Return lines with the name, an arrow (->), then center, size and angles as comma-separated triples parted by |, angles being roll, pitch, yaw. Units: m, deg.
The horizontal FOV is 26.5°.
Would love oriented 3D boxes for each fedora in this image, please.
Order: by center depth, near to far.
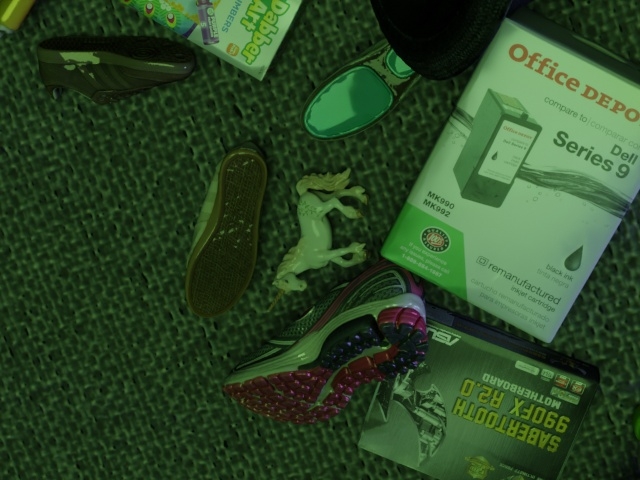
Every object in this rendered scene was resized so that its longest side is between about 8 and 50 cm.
fedora -> 0.163, -0.309, 1.298 | 0.152, 0.334, 0.334 | -6, 106, -20

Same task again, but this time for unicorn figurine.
unicorn figurine -> 0.000, 0.000, 1.544 | 0.111, 0.060, 0.162 | -1, 89, 12

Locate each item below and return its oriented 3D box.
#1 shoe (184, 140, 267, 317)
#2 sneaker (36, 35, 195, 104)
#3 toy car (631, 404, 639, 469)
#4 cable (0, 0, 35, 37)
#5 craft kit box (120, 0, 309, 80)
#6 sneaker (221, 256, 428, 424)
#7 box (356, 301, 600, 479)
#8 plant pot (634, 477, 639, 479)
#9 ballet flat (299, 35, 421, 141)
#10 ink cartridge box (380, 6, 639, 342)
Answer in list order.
shoe -> -0.105, -0.013, 1.563 | 0.076, 0.058, 0.219 | 13, 112, -13
sneaker -> -0.228, -0.190, 1.540 | 0.188, 0.066, 0.071 | 8, 123, 15
toy car -> 0.452, 0.222, 1.463 | 0.188, 0.155, 0.149 | 23, 109, -5
cable -> -0.300, -0.347, 1.496 | 0.287, 0.072, 0.139 | -38, 57, 18
craft kit box -> -0.110, -0.340, 1.471 | 0.246, 0.061, 0.250 | 28, 109, 0
sneaker -> 0.009, 0.121, 1.539 | 0.299, 0.112, 0.121 | -29, 132, 36
box -> 0.179, 0.191, 1.554 | 0.231, 0.056, 0.183 | 22, 108, 6
plant pot -> 0.355, 0.459, 1.503 | 0.274, 0.275, 0.293 | 34, 124, 1
ballet flat -> 0.070, -0.182, 1.465 | 0.213, 0.068, 0.072 | -37, 100, 10
ink cartridge box -> 0.222, -0.074, 1.437 | 0.211, 0.121, 0.289 | 27, 109, 4
